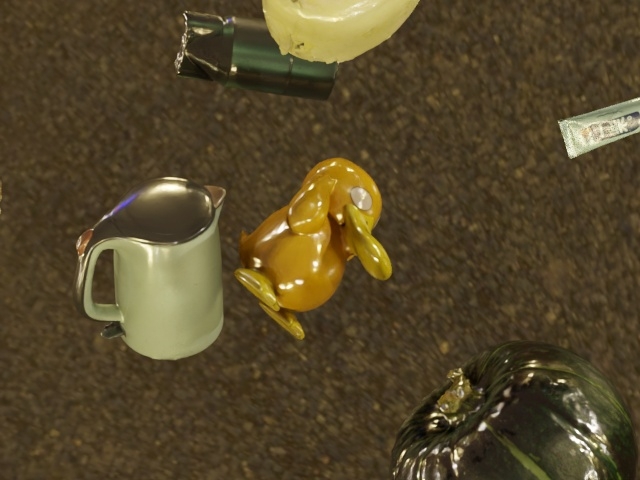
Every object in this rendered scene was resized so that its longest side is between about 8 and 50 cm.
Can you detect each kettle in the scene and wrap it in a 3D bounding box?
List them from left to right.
[{"bbox_3d":[-0.249,0.046,1.797,0.240,0.255,0.165,-18,51,-21],"label":"kettle"}]

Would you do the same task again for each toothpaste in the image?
[{"bbox_3d":[0.396,-0.156,1.491,0.205,0.056,0.036,-19,29,9],"label":"toothpaste"}]

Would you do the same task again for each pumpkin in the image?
[{"bbox_3d":[0.242,0.280,1.545,0.323,0.241,0.323,-37,19,15],"label":"pumpkin"}]

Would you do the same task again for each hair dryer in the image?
[{"bbox_3d":[-0.103,-0.360,1.947,0.244,0.116,0.303,8,48,-13],"label":"hair dryer"}]

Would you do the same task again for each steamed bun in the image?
[{"bbox_3d":[0.057,-0.347,1.620,0.166,0.232,0.273,42,76,15],"label":"steamed bun"}]

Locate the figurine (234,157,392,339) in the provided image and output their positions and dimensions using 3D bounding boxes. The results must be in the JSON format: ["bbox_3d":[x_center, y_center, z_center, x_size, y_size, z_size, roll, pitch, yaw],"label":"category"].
[{"bbox_3d":[-0.009,0.001,1.706,0.228,0.215,0.215,-28,63,3],"label":"figurine"}]

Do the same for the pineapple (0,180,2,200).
[{"bbox_3d":[-0.364,-0.044,1.001,0.193,0.166,0.166,-29,61,-12],"label":"pineapple"}]
